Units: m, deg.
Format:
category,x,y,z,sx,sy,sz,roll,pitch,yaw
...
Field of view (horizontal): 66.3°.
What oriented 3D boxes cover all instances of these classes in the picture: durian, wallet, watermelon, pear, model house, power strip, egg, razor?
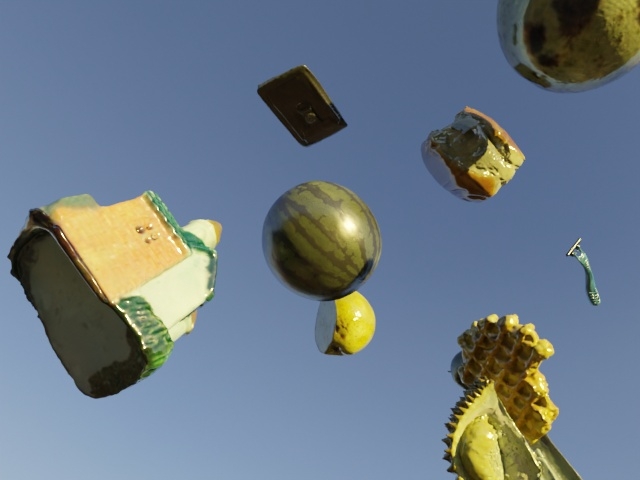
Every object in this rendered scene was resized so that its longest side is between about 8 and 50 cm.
category,x,y,z,sx,sy,sz,roll,pitch,yaw
durian,0.337,0.420,0.922,0.166,0.307,0.172,-36,-27,26
wallet,-0.049,-0.367,1.369,0.168,0.052,0.245,-17,-39,26
watermelon,0.000,0.000,0.854,0.212,0.212,0.212,5,-48,6
pear,0.054,0.167,0.982,0.103,0.141,0.141,13,-47,-15
model house,-0.257,0.047,0.740,0.184,0.291,0.253,-34,-90,40
power strip,0.470,0.554,1.104,0.213,0.198,0.064,-41,-48,8
egg,0.564,-0.525,1.033,0.344,0.345,0.428,28,-94,-14
razor,0.855,0.115,1.578,0.042,0.082,0.253,14,-39,56

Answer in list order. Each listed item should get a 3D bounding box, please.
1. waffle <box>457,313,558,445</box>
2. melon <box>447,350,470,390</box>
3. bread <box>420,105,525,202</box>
category,x,y,z,sx,sy,sz,roll,pitch,yaw
waffle,0.371,0.273,0.964,0.056,0.253,0.249,-14,-18,-29
melon,0.404,0.328,1.244,0.167,0.114,0.114,-14,-53,27
bread,0.416,-0.240,1.379,0.225,0.279,0.250,-44,-92,10
